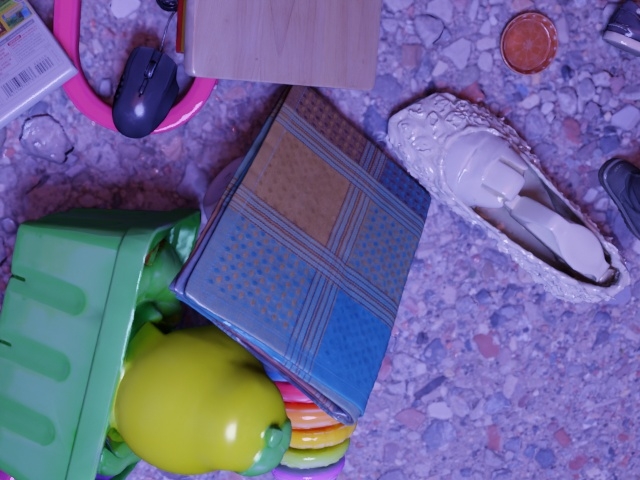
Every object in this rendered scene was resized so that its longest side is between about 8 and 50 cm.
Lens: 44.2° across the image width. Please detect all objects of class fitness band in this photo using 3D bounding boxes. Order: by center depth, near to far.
[{"bbox_3d":[-0.222,-0.278,0.981,0.208,0.054,0.291,6,100,-8],"label":"fitness band"}]

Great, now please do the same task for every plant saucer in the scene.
[{"bbox_3d":[0.285,-0.269,1.083,0.083,0.013,0.084,-2,103,-9],"label":"plant saucer"}]

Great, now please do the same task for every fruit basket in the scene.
[{"bbox_3d":[-0.196,0.153,0.954,0.391,0.283,0.392,1,98,5],"label":"fruit basket"}]

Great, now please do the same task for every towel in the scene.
[{"bbox_3d":[0.000,0.000,0.949,0.271,0.370,0.040,40,138,-20],"label":"towel"}]

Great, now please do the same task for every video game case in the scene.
[{"bbox_3d":[-0.439,-0.219,0.940,0.227,0.026,0.206,-36,89,0],"label":"video game case"}]

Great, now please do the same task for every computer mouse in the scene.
[{"bbox_3d":[-0.189,-0.236,0.945,0.071,0.041,0.242,20,99,-9],"label":"computer mouse"}]

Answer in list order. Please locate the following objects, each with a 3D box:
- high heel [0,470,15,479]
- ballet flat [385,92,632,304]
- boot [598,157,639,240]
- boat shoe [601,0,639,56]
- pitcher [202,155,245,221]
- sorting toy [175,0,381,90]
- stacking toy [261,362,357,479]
[{"bbox_3d":[-0.542,0.354,1.018,0.377,0.127,0.181,-46,116,6],"label":"high heel"},{"bbox_3d":[0.273,-0.056,1.067,0.409,0.147,0.147,38,94,-14],"label":"ballet flat"},{"bbox_3d":[0.475,-0.031,1.064,0.189,0.208,0.076,39,94,-15],"label":"boot"},{"bbox_3d":[0.494,-0.271,1.086,0.206,0.075,0.065,18,102,-8],"label":"boat shoe"},{"bbox_3d":[-0.069,0.003,1.038,0.177,0.125,0.207,-41,117,16],"label":"pitcher"},{"bbox_3d":[-0.051,-0.318,0.940,0.255,0.089,0.257,-3,102,-35],"label":"sorting toy"},{"bbox_3d":[-0.016,0.268,1.068,0.165,0.175,0.302,-3,103,-11],"label":"stacking toy"}]
